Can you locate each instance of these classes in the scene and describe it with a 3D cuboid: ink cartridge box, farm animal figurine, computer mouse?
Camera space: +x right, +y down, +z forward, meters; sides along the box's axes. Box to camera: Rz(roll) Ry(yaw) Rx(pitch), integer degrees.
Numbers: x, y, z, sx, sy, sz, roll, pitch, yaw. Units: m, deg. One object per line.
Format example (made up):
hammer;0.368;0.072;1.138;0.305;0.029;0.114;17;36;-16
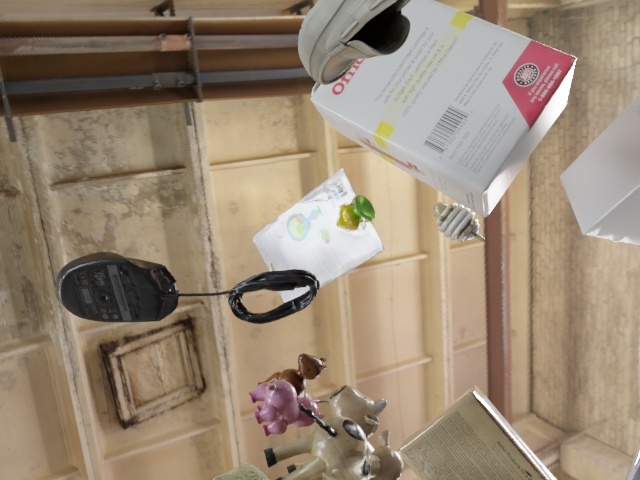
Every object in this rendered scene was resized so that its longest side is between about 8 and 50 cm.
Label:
ink cartridge box;0.297;0.428;1.046;0.193;0.234;0.088;-43;-17;13
ink cartridge box;0.221;-0.268;1.042;0.279;0.385;0.160;-55;-23;-1
farm animal figurine;0.035;0.302;0.770;0.172;0.330;0.326;-21;-81;-6
computer mouse;-0.121;0.040;0.502;0.242;0.041;0.071;1;-61;4

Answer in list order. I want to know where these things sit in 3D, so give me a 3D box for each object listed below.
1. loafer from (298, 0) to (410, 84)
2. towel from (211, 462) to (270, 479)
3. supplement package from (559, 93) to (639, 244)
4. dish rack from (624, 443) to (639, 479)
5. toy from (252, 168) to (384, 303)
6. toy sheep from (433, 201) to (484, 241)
loafer;0.050;-0.267;0.679;0.112;0.319;0.111;-37;-91;-14
towel;-0.079;0.335;0.666;0.110;0.148;0.027;-13;-54;-49
supplement package;0.671;-0.148;1.123;0.178;0.293;0.175;9;-128;-16
dish rack;0.536;0.200;0.774;0.286;0.072;0.332;7;-73;-56
toy;0.000;0.000;0.886;0.056;0.237;0.136;-18;-102;-46
toy sheep;0.302;-0.038;1.210;0.132;0.091;0.091;43;-108;11
